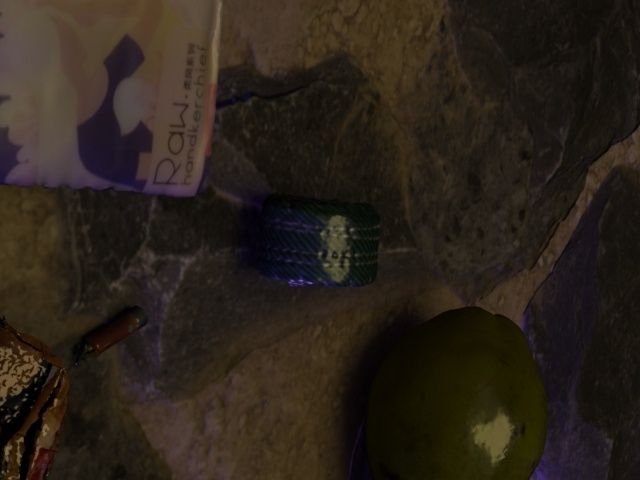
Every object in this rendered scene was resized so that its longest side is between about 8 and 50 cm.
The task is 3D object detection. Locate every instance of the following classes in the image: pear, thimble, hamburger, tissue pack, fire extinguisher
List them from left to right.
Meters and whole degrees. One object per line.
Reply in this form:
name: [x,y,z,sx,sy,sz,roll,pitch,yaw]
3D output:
hamburger: [-0.320,0.154,1.235,0.231,0.107,0.230,-12,108,-43]
tissue pack: [-0.234,-0.160,1.254,0.344,0.125,0.242,0,97,-49]
fire extinguisher: [-0.202,0.092,1.418,0.083,0.022,0.028,-35,152,-39]
thimble: [0.000,0.000,1.554,0.135,0.118,0.090,2,97,-49]
pear: [0.155,0.207,1.703,0.212,0.212,0.269,38,62,-45]
